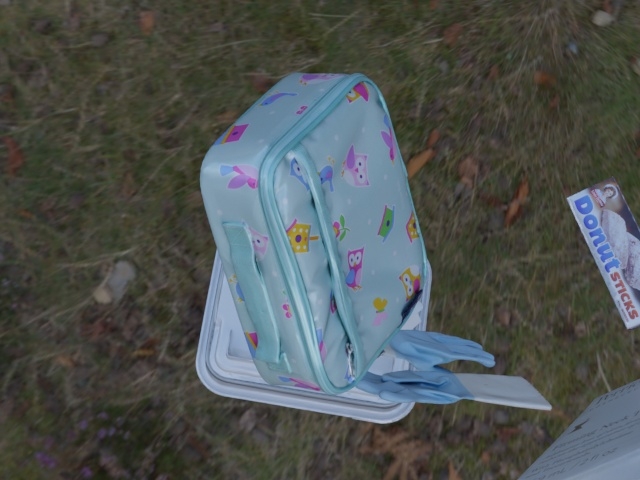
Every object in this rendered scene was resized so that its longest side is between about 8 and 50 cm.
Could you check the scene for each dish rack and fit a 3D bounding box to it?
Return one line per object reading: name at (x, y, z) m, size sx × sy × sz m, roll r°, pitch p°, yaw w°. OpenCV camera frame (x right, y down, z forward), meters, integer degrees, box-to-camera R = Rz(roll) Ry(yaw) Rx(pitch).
dish rack at (-0.005, 0.107, 1.799) m, size 0.333 × 0.072 × 0.285 m, roll 9°, pitch 71°, yaw -1°

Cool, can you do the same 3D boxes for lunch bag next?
lunch bag at (0.000, 0.000, 1.143) m, size 0.108 × 0.224 × 0.279 m, roll 2°, pitch 124°, yaw 32°

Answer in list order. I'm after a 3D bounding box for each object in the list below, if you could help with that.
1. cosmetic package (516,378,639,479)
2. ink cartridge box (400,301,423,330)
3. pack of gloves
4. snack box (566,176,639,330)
cosmetic package at (0.541, 0.398, 1.814) m, size 0.329 × 0.394 × 0.327 m, roll -33°, pitch 87°, yaw 39°
ink cartridge box at (0.052, 0.086, 1.559) m, size 0.143 × 0.092 × 0.090 m, roll 0°, pitch 120°, yaw 46°
pack of gloves at (0.114, 0.155, 1.376) m, size 0.232 × 0.195 × 0.046 m, roll 7°, pitch 108°, yaw -20°
snack box at (0.364, 0.015, 1.471) m, size 0.064 × 0.022 × 0.178 m, roll -27°, pitch 73°, yaw 16°
